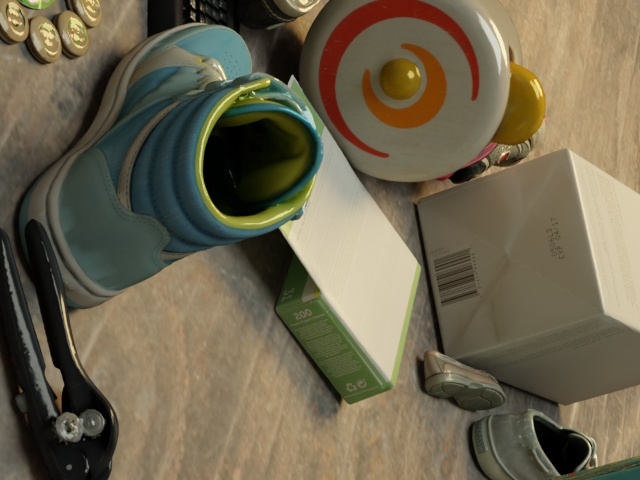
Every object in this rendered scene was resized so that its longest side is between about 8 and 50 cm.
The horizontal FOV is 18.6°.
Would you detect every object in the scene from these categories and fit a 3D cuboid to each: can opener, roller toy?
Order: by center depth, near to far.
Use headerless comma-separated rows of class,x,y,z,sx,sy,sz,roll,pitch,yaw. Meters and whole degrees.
can opener,-0.183,0.077,1.296,0.059,0.073,0.186,-18,86,-25
roller toy,0.083,-0.150,1.759,0.209,0.191,0.146,56,16,-3

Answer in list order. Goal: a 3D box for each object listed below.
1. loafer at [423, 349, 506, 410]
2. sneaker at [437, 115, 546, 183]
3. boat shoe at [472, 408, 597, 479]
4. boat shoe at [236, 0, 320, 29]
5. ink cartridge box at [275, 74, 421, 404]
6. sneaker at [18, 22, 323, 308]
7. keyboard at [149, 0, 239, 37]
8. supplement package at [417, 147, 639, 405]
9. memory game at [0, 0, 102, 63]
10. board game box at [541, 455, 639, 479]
loafer,0.139,0.133,1.877,0.125,0.045,0.039,23,47,-53
sneaker,0.144,-0.110,1.985,0.112,0.120,0.299,-70,160,2
boat shoe,0.236,0.225,1.957,0.227,0.081,0.079,34,45,-51
boat shoe,-0.015,-0.246,1.734,0.075,0.065,0.206,54,36,-13
ink cartridge box,0.000,0.000,1.681,0.235,0.056,0.171,53,31,-26
sneaker,-0.066,-0.080,1.416,0.127,0.208,0.319,56,35,-24
keyboard,-0.120,-0.255,1.641,0.201,0.033,0.317,37,42,-49
supplement package,0.252,0.046,1.995,0.293,0.175,0.178,24,51,-56
memory game,-0.219,-0.219,1.447,0.186,0.012,0.186,40,40,-46
board game box,0.203,0.236,1.603,0.253,0.336,0.079,-2,76,-62
